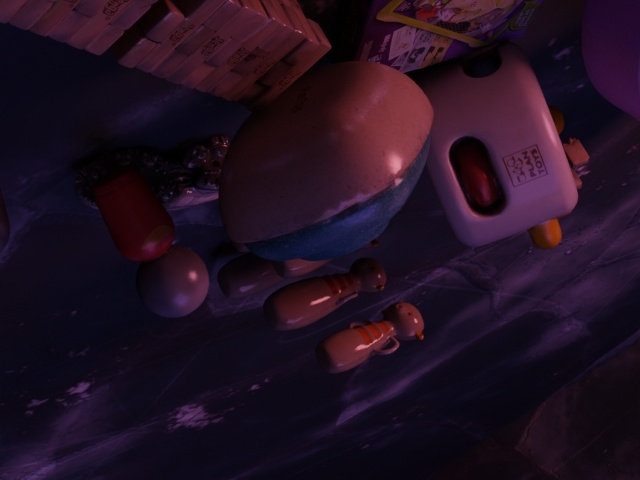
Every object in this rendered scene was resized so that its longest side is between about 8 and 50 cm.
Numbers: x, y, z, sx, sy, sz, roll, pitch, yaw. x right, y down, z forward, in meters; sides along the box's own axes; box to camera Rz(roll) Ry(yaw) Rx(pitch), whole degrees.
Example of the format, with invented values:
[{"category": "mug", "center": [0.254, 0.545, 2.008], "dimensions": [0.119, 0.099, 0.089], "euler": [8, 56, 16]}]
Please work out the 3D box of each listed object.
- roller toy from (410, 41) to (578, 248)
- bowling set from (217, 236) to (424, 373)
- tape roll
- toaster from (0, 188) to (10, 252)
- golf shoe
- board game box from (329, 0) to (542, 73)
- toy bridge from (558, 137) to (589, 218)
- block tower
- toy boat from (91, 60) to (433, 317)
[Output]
[{"category": "roller toy", "center": [0.183, -0.099, 1.170], "dimensions": [0.146, 0.209, 0.191], "euler": [-21, 155, 11]}, {"category": "bowling set", "center": [0.000, 0.000, 1.243], "dimensions": [0.154, 0.287, 0.200], "euler": [-22, 124, -27]}, {"category": "tape roll", "center": [0.396, -0.238, 1.128], "dimensions": [0.274, 0.090, 0.275], "euler": [-19, 130, -24]}, {"category": "toaster", "center": [-0.367, -0.018, 0.887], "dimensions": [0.185, 0.110, 0.168], "euler": [-33, 155, 14]}, {"category": "golf shoe", "center": [-0.161, -0.047, 1.105], "dimensions": [0.176, 0.069, 0.086], "euler": [-9, 157, -33]}, {"category": "board game box", "center": [0.132, -0.258, 0.958], "dimensions": [0.208, 0.056, 0.347], "euler": [-15, 160, -16]}, {"category": "toy bridge", "center": [0.326, -0.094, 1.519], "dimensions": [0.026, 0.063, 0.188], "euler": [-25, 158, -5]}, {"category": "block tower", "center": [-0.133, -0.187, 0.809], "dimensions": [0.091, 0.097, 0.335], "euler": [-38, 153, 23]}, {"category": "toy boat", "center": [-0.043, -0.038, 0.985], "dimensions": [0.318, 0.148, 0.267], "euler": [-20, -159, 20]}]
